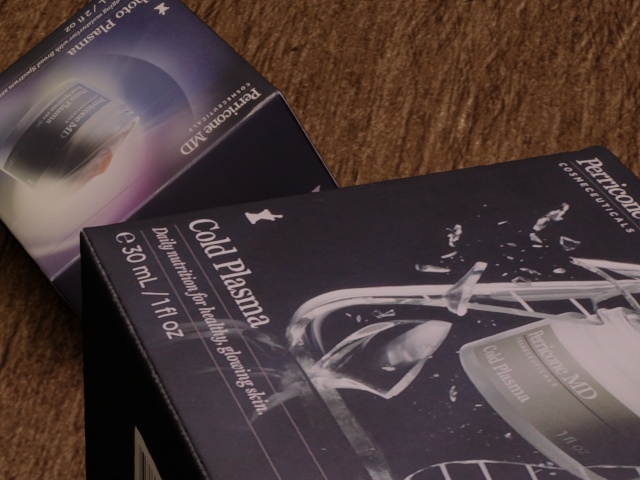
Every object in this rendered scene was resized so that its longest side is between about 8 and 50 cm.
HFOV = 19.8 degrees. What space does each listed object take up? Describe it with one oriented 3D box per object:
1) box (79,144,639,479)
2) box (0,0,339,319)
[{"bbox_3d":[0.104,0.185,1.384,0.472,0.297,0.480,-9,32,-19],"label":"box"},{"bbox_3d":[-0.195,-0.086,1.908,0.296,0.183,0.294,-41,51,-6],"label":"box"}]
